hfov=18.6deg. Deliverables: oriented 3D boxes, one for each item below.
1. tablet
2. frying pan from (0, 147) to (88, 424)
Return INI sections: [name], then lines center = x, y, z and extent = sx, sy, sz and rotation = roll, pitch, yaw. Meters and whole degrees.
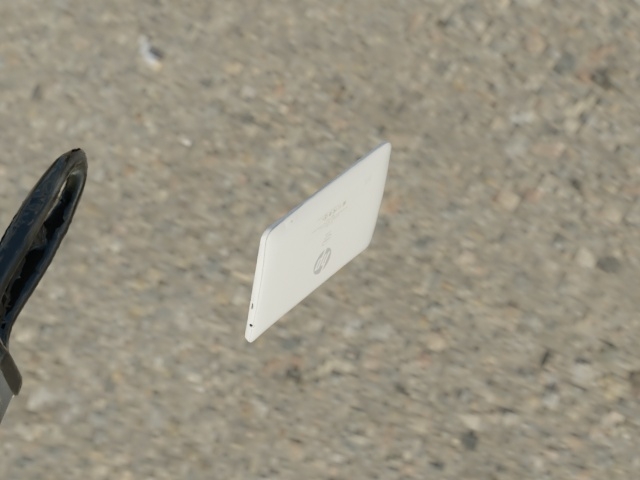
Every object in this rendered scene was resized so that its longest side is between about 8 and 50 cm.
[tablet]
center = 0.000, 0.000, 0.742
extent = 0.006, 0.083, 0.054
rotation = 30, 132, 22
[frying pan]
center = -0.166, 0.112, 0.865
extent = 0.053, 0.326, 0.197
rotation = 11, 120, 24
